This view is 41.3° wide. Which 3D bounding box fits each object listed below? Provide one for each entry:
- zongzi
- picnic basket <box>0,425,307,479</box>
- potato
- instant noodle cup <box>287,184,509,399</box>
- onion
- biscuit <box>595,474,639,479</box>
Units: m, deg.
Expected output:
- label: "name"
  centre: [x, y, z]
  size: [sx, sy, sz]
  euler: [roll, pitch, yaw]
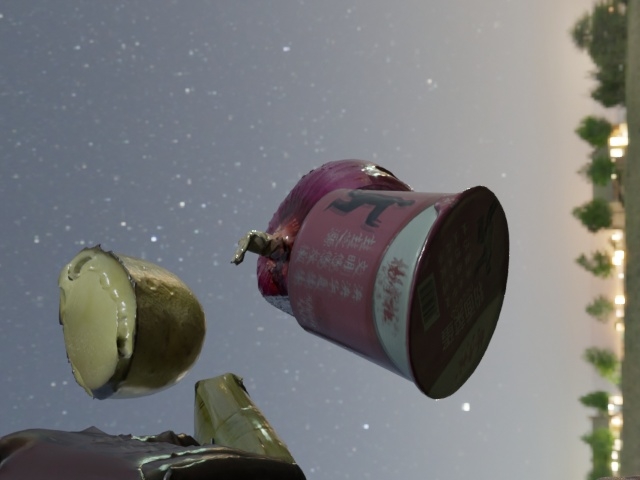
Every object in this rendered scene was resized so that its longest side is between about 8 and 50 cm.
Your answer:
- label: "zongzi"
  centre: [-0.140, 0.375, 1.363]
  size: [0.115, 0.228, 0.256]
  euler: [-3, -59, -33]
- label: "picnic basket"
  centre: [-0.082, 0.249, 0.472]
  size: [0.222, 0.129, 0.297]
  euler: [18, -116, -53]
- label: "potato"
  centre: [-0.303, 0.141, 1.427]
  size: [0.242, 0.285, 0.243]
  euler: [-18, -56, -28]
- label: "instant noodle cup"
  centre: [0.087, 0.042, 0.957]
  size: [0.234, 0.178, 0.235]
  euler: [-23, -61, -49]
- label: "onion"
  centre: [0.022, 0.005, 1.215]
  size: [0.272, 0.256, 0.230]
  euler: [49, 174, -25]
- label: "biscuit"
  centre: [0.363, 0.331, 0.751]
  size: [0.342, 0.395, 0.166]
  euler: [-25, -87, -46]
